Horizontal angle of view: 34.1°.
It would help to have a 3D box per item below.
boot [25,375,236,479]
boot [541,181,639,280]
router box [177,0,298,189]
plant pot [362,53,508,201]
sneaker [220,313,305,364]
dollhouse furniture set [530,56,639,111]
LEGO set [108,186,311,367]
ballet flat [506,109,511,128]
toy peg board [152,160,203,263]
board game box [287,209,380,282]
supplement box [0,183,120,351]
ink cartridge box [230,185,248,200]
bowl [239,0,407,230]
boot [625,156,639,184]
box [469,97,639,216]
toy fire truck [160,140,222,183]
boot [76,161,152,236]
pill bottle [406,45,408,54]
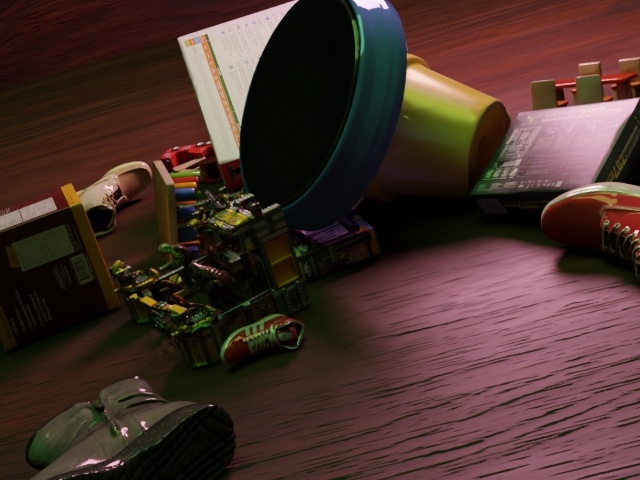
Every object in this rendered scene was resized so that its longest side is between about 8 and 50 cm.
[{"bbox_3d":[-0.279,0.268,1.175,0.338,0.118,0.222,-21,17,-40],"label":"boot"},{"bbox_3d":[0.386,0.001,1.342,0.244,0.088,0.176,2,30,30],"label":"boot"},{"bbox_3d":[-0.082,-0.286,1.956,0.301,0.082,0.336,-18,57,-4],"label":"router box"},{"bbox_3d":[0.169,-0.175,1.720,0.239,0.254,0.254,16,36,29],"label":"plant pot"},{"bbox_3d":[-0.074,0.135,1.402,0.118,0.042,0.067,-30,22,-34],"label":"sneaker"},{"bbox_3d":[0.501,-0.270,1.751,0.259,0.135,0.262,-1,14,33],"label":"dollhouse furniture set"},{"bbox_3d":[-0.177,0.023,1.536,0.254,0.192,0.331,-23,23,-16],"label":"LEGO set"},{"bbox_3d":[0.260,-0.227,1.976,0.232,0.080,0.073,0,11,31],"label":"ballet flat"},{"bbox_3d":[-0.235,-0.045,1.798,0.079,0.161,0.160,-7,20,-15],"label":"toy peg board"},{"bbox_3d":[0.000,0.000,1.658,0.141,0.048,0.170,-22,23,-9],"label":"board game box"},{"bbox_3d":[-0.454,0.041,1.688,0.194,0.191,0.129,-21,23,-13],"label":"supplement box"},{"bbox_3d":[-0.071,-0.097,1.920,0.185,0.065,0.311,-19,24,-4],"label":"ink cartridge box"},{"bbox_3d":[-0.012,-0.211,1.629,0.077,0.391,0.391,14,7,-30],"label":"bowl"},{"bbox_3d":[0.531,-0.137,1.601,0.161,0.084,0.246,-16,19,-33],"label":"boot"},{"bbox_3d":[0.359,-0.121,1.559,0.232,0.059,0.183,0,50,50],"label":"box"},{"bbox_3d":[-0.270,-0.163,2.225,0.192,0.047,0.135,-6,26,26],"label":"toy fire truck"},{"bbox_3d":[-0.422,-0.078,2.095,0.213,0.077,0.165,-29,24,-11],"label":"boot"},{"bbox_3d":[-0.033,-0.329,2.163,0.407,0.229,0.229,-40,29,-17],"label":"pill bottle"}]
